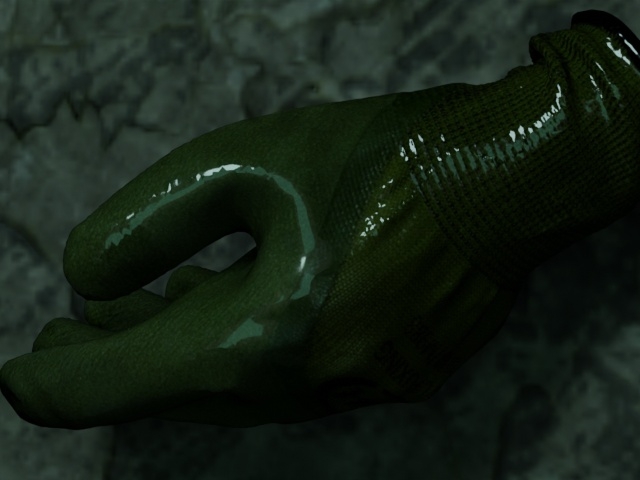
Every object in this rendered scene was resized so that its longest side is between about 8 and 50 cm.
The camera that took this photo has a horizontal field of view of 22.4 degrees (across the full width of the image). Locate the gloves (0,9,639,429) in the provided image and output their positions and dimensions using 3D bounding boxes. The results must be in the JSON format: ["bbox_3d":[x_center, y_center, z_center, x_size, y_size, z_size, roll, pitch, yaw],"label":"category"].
[{"bbox_3d":[0.006,0.007,0.585,0.268,0.135,0.107,-24,39,11],"label":"gloves"}]
